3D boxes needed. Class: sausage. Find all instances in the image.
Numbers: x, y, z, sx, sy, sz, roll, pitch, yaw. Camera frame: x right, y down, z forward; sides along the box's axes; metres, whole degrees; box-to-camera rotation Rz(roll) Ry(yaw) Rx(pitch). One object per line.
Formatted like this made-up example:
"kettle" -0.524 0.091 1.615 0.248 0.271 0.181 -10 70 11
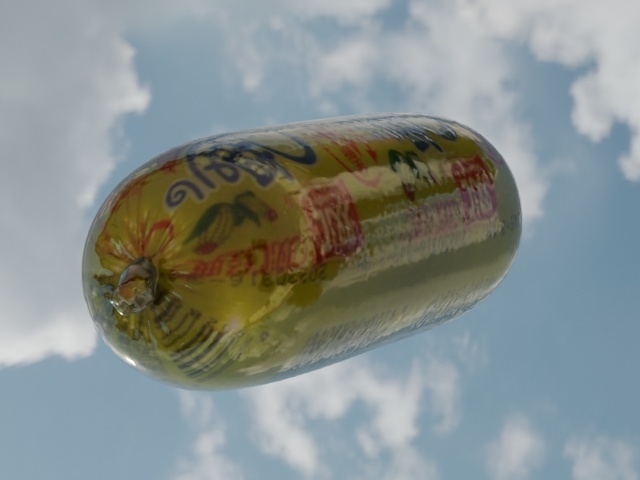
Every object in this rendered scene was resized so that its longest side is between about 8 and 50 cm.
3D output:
"sausage" 0.000 0.000 0.972 0.123 0.347 0.123 4 -81 30
